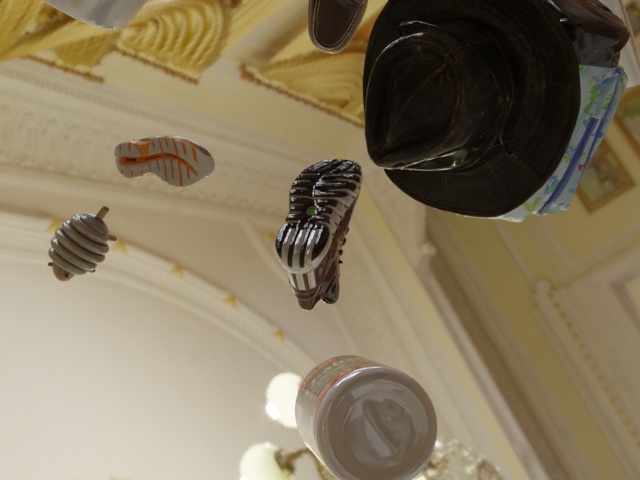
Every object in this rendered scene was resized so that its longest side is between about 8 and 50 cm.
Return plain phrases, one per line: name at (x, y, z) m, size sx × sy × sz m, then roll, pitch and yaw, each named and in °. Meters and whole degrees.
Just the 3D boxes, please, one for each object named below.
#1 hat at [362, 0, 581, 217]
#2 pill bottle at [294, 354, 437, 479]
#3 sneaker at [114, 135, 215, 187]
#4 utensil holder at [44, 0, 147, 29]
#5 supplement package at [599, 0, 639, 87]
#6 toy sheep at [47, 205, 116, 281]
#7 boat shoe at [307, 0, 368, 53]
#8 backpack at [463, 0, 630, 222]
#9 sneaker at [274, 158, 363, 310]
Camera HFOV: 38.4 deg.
hat at (0.132, -0.154, 1.076) m, size 0.134 × 0.331 × 0.331 m, roll -29°, pitch -97°, yaw -40°
pill bottle at (0.064, 0.318, 1.678) m, size 0.210 × 0.210 × 0.363 m, roll 53°, pitch 170°, yaw -5°
sneaker at (-0.252, -0.142, 1.546) m, size 0.083 × 0.214 × 0.084 m, roll -21°, pitch -65°, yaw -48°
utensil holder at (-0.253, -0.507, 1.143) m, size 0.327 × 0.385 × 0.328 m, roll 39°, pitch -163°, yaw -14°
supplement package at (0.444, -0.388, 1.660) m, size 0.262 × 0.203 × 0.145 m, roll 48°, pitch -144°, yaw -45°
toy sheep at (-0.350, 0.004, 1.353) m, size 0.091 × 0.132 × 0.091 m, roll 31°, pitch -176°, yaw -2°
boat shoe at (0.055, -0.534, 1.806) m, size 0.123 × 0.342 × 0.123 m, roll 22°, pitch -164°, yaw -1°
backpack at (0.276, -0.189, 1.294) m, size 0.273 × 0.356 × 0.290 m, roll 13°, pitch -149°, yaw -28°
sneaker at (0.000, 0.000, 1.447) m, size 0.281 × 0.106 × 0.163 m, roll -63°, pitch -28°, yaw -48°
